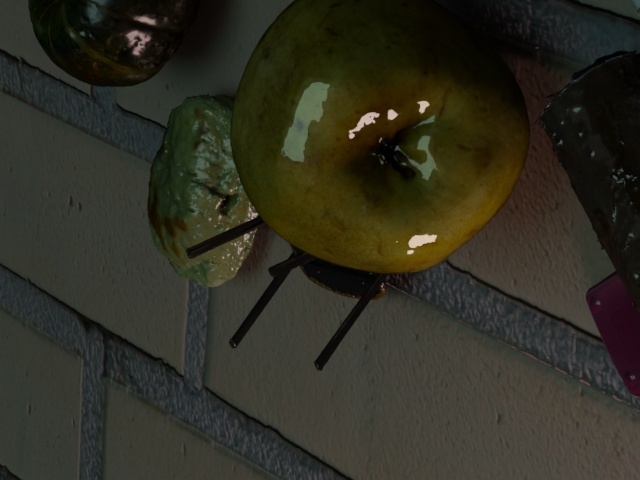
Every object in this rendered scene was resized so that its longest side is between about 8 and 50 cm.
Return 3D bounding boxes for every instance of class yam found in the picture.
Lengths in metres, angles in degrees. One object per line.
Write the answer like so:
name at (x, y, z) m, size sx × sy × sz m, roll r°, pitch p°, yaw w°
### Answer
yam at (0.306, -0.038, 1.783) m, size 0.131 × 0.131 × 0.280 m, roll -50°, pitch 54°, yaw 45°

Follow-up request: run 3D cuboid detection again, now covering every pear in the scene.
pear at (0.052, -0.115, 1.962) m, size 0.304 × 0.304 × 0.304 m, roll 17°, pitch 113°, yaw 47°

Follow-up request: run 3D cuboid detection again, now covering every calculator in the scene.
calculator at (0.339, 0.072, 1.871) m, size 0.190 × 0.034 × 0.126 m, roll -38°, pitch 73°, yaw 49°

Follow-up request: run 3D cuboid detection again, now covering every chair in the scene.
chair at (0.000, 0.000, 2.154) m, size 0.159 × 0.247 × 0.172 m, roll 11°, pitch 133°, yaw 49°

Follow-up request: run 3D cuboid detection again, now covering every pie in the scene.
pie at (-0.151, -0.067, 2.375) m, size 0.201 × 0.090 × 0.248 m, roll 39°, pitch 124°, yaw 41°

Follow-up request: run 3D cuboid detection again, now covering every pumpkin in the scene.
pumpkin at (-0.241, -0.307, 2.356) m, size 0.260 × 0.189 × 0.260 m, roll -28°, pitch 55°, yaw 50°

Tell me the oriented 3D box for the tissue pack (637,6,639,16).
tissue pack at (0.407, -0.219, 1.634) m, size 0.159 × 0.125 × 0.234 m, roll 59°, pitch 139°, yaw 22°

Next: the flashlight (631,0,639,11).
flashlight at (0.288, -0.289, 1.822) m, size 0.200 × 0.047 × 0.093 m, roll 46°, pitch 131°, yaw 36°
